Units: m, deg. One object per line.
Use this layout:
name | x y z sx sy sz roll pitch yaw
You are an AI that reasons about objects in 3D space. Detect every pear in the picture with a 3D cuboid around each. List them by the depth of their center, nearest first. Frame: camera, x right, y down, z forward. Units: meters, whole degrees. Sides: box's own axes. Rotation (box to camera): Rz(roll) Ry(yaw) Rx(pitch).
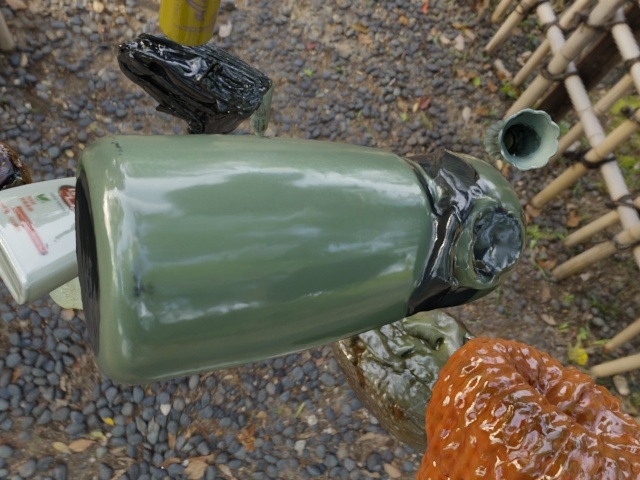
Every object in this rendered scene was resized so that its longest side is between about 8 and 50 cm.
pear | -0.469 0.068 1.146 0.140 0.104 0.141 2 102 11

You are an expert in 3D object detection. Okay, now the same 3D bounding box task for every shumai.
shumai | 0.198 0.230 1.145 0.283 0.217 0.346 -29 78 -16

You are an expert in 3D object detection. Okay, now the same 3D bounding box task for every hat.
hat | 0.232 0.344 0.756 0.285 0.401 0.285 19 25 -10

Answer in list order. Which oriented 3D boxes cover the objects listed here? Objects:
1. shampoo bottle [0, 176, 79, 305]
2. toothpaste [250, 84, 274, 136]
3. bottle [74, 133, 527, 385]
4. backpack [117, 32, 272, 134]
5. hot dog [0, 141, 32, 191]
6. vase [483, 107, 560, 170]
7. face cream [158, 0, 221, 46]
shampoo bottle | -0.290 -0.027 0.766 0.284 0.071 0.153 -25 64 -43
toothpaste | -0.155 -0.335 1.471 0.067 0.255 0.037 7 71 -4
bottle | 0.001 0.000 0.443 0.346 0.168 0.169 -6 70 -26
backpack | -0.233 -0.281 1.018 0.258 0.206 0.133 27 72 -25
hot dog | -0.579 -0.059 0.937 0.160 0.099 0.227 39 73 -21
vase | 0.279 -0.144 0.821 0.081 0.149 0.081 1 100 4
face cream | -0.145 -0.364 0.700 0.078 0.273 0.078 10 59 -17
